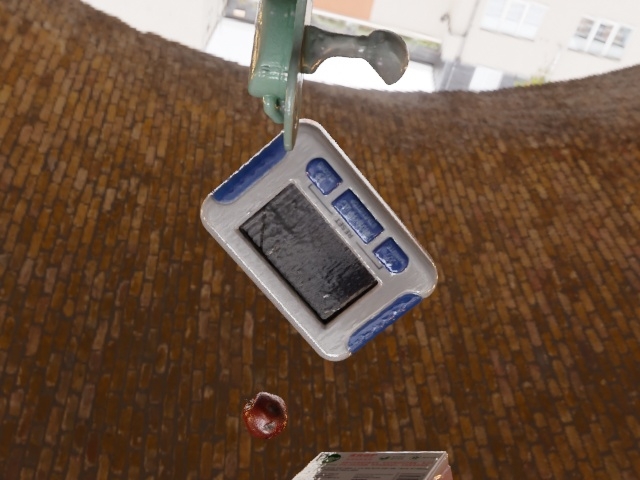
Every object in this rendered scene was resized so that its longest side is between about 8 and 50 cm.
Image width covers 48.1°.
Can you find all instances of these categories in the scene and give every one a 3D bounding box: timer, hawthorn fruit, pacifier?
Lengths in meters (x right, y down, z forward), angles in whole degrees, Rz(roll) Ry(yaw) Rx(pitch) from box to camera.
[{"bbox_3d":[0.000,0.000,0.841,0.253,0.178,0.078,50,-167,-9],"label":"timer"},{"bbox_3d":[-0.104,0.322,1.331,0.093,0.093,0.093,8,-138,-7],"label":"hawthorn fruit"},{"bbox_3d":[0.007,-0.137,0.537,0.116,0.127,0.151,6,-100,-3],"label":"pacifier"}]

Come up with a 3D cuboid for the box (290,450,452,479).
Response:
[{"bbox_3d":[0.037,0.210,0.587,0.125,0.043,0.089,-9,-175,29],"label":"box"}]
